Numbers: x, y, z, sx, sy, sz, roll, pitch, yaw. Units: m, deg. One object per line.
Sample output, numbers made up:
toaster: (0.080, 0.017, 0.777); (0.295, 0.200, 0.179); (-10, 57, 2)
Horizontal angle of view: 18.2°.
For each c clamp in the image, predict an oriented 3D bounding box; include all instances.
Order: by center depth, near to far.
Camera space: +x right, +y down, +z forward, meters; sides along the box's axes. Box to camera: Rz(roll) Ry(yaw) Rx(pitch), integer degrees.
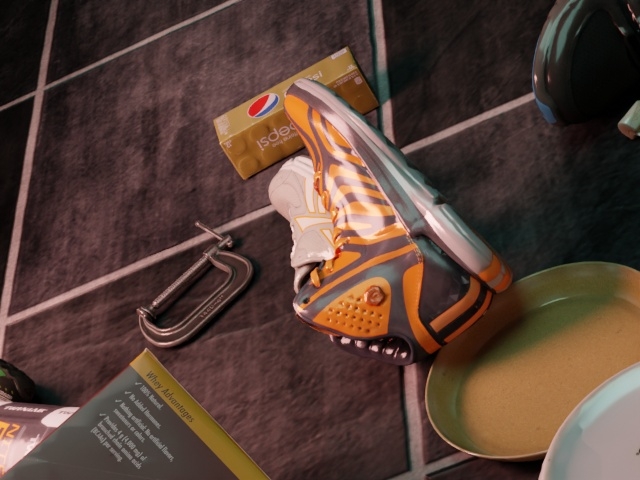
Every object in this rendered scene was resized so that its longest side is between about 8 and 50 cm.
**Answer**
c clamp: (-0.140, 0.053, 2.168); (0.137, 0.022, 0.160); (20, 58, 45)

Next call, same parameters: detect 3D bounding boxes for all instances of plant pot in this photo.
plant pot: (0.207, 0.113, 1.786); (0.236, 0.032, 0.236); (-23, 34, 16)

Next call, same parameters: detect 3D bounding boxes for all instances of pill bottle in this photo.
pill bottle: (-0.266, 0.224, 1.946); (0.246, 0.130, 0.130); (0, 45, 40)

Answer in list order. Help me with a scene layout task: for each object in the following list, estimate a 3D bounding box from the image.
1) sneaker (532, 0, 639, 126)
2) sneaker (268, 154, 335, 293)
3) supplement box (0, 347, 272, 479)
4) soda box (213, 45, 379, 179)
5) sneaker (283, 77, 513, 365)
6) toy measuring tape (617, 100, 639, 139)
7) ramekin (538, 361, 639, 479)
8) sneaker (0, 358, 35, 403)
sneaker: (0.355, -0.240, 2.038); (0.341, 0.125, 0.140); (-45, 40, -14)
sneaker: (0.000, 0.000, 2.051); (0.121, 0.099, 0.262); (-44, 33, -10)
supplement box: (-0.157, 0.240, 1.755); (0.194, 0.129, 0.191); (-41, 72, -14)
soda box: (-0.029, -0.146, 2.290); (0.181, 0.061, 0.058); (-28, 34, 7)
sneaker: (0.023, -0.011, 1.903); (0.180, 0.124, 0.321); (-45, 54, 5)
toy measuring tape: (0.401, -0.132, 1.868); (0.330, 0.121, 0.121); (11, 53, 47)
ramekin: (0.288, 0.198, 1.520); (0.273, 0.127, 0.273); (-22, 34, 16)
sneaker: (-0.462, 0.203, 2.171); (0.343, 0.134, 0.146); (-14, 62, 20)
